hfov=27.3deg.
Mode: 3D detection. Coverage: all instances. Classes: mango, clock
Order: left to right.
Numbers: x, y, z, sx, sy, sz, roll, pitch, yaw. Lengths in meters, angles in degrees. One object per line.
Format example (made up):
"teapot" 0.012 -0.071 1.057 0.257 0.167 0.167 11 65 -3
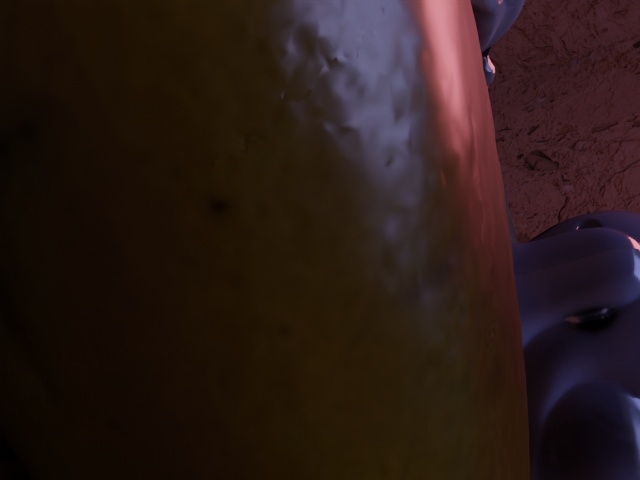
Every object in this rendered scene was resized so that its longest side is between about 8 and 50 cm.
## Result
"mango" -0.019 -0.003 0.427 0.253 0.182 0.365 -36 106 -80
"clock" 0.081 0.068 0.635 0.189 0.254 0.189 -13 90 -77

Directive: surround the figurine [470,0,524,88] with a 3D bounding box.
"figurine" 0.023 -0.213 0.618 0.361 0.211 0.253 92 13 -71
